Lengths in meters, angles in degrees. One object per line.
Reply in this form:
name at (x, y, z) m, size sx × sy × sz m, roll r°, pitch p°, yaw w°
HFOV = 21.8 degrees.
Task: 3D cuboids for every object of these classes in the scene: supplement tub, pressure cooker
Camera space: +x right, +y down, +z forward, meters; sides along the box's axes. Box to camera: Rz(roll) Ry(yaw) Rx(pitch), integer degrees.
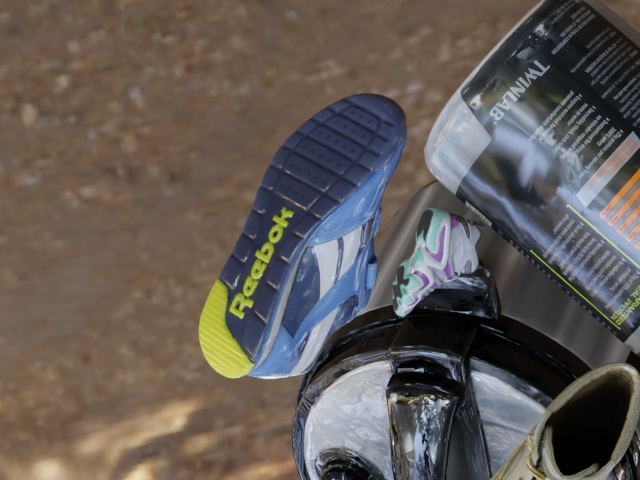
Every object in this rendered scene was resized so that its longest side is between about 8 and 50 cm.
supplement tub at (0.270, -0.035, 1.391) m, size 0.207 × 0.338 × 0.207 m, roll -46°, pitch 171°, yaw -9°
pressure cooker at (0.171, 0.169, 1.713) m, size 0.375 × 0.370 × 0.420 m, roll -40°, pitch -169°, yaw 41°

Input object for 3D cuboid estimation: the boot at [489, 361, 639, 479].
boot at (0.176, 0.188, 1.287) m, size 0.213 × 0.077 × 0.165 m, roll -54°, pitch 170°, yaw -5°

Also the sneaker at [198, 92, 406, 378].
sneaker at (0.000, 0.000, 0.754) m, size 0.059 × 0.053 × 0.144 m, roll 22°, pitch 102°, yaw -46°

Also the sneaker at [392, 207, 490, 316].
sneaker at (0.101, 0.024, 1.316) m, size 0.069 × 0.038 × 0.098 m, roll 13°, pitch 121°, yaw -18°
